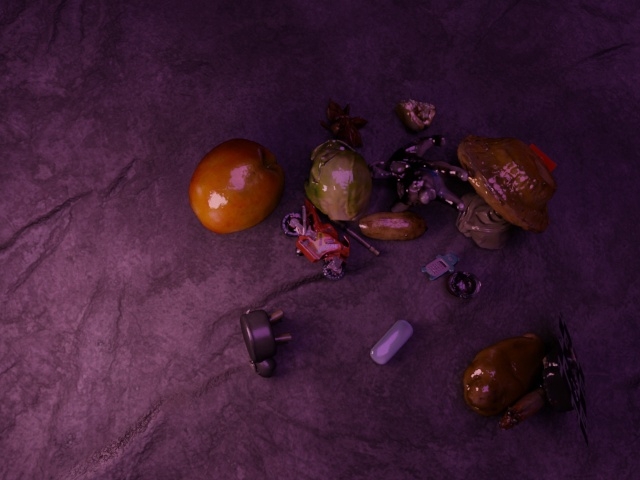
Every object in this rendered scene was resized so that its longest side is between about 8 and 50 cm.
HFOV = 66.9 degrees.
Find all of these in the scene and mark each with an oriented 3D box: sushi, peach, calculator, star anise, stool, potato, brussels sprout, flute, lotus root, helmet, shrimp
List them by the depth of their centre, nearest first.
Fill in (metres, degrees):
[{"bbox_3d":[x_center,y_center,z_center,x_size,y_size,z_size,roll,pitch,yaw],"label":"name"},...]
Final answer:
[{"bbox_3d":[-0.175,0.315,1.552,0.140,0.153,0.227,-15,120,-16],"label":"stool"},{"bbox_3d":[0.652,0.556,1.573,0.295,0.153,0.062,-5,43,-41],"label":"shrimp"},{"bbox_3d":[-0.280,-0.166,1.586,0.332,0.308,0.307,-43,84,14],"label":"peach"},{"bbox_3d":[0.777,0.438,1.595,0.373,0.100,0.296,-40,109,-57],"label":"sushi"},{"bbox_3d":[0.620,0.441,1.629,0.369,0.176,0.195,-26,69,-24],"label":"potato"},{"bbox_3d":[0.056,-0.204,1.666,0.227,0.259,0.294,-12,96,-3],"label":"brussels sprout"},{"bbox_3d":[0.501,0.159,1.732,0.123,0.070,0.098,15,79,-14],"label":"helmet"},{"bbox_3d":[0.264,-0.052,1.742,0.259,0.097,0.109,-1,78,-6],"label":"lotus root"},{"bbox_3d":[0.122,-0.020,1.744,0.233,0.027,0.027,38,72,3],"label":"flute"},{"bbox_3d":[0.437,0.090,1.748,0.141,0.019,0.094,-30,49,-11],"label":"calculator"},{"bbox_3d":[0.089,-0.430,1.811,0.196,0.111,0.212,14,40,-25],"label":"star anise"}]

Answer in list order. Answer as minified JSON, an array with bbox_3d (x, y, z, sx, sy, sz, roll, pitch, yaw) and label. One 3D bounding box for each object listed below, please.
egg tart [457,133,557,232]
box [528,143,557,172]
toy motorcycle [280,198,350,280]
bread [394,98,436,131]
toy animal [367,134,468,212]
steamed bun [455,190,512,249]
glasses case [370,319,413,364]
[{"bbox_3d":[0.670,-0.225,1.685,0.444,0.178,0.442,28,38,-25],"label":"egg tart"},{"bbox_3d":[0.814,-0.261,1.918,0.139,0.035,0.245,42,73,5],"label":"box"},{"bbox_3d":[-0.001,0.001,1.685,0.171,0.089,0.298,-41,84,-18],"label":"toy motorcycle"},{"bbox_3d":[0.365,-0.475,1.879,0.157,0.103,0.110,8,85,-2],"label":"bread"},{"bbox_3d":[0.322,-0.214,1.701,0.303,0.194,0.344,-8,32,2],"label":"toy animal"},{"bbox_3d":[0.618,-0.088,1.781,0.211,0.144,0.217,17,72,-4],"label":"steamed bun"},{"bbox_3d":[0.243,0.346,1.650,0.067,0.045,0.178,45,72,5],"label":"glasses case"}]
